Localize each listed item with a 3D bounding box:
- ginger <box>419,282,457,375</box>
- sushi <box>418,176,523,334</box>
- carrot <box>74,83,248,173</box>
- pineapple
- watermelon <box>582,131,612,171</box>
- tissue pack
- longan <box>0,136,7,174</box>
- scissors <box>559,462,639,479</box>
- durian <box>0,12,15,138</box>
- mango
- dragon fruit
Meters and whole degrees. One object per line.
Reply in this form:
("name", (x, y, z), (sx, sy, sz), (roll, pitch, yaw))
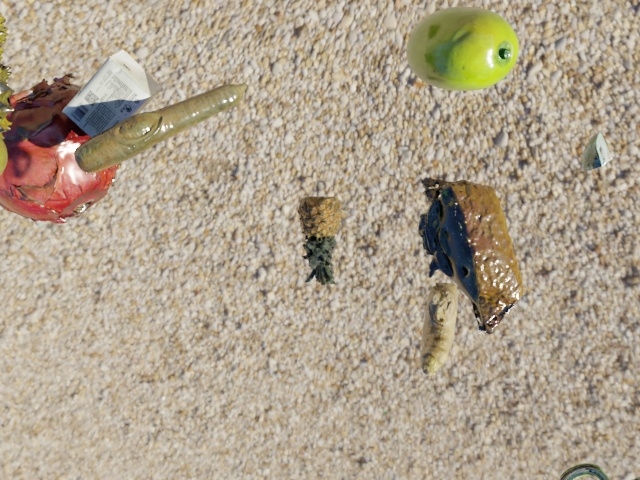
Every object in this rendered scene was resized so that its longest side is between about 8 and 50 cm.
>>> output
("ginger", (0.256, 0.195, 1.459), (0.074, 0.213, 0.137), (-1, 157, 20))
("sushi", (0.259, 0.018, 1.202), (0.140, 0.149, 0.287), (-13, 88, -14))
("carrot", (-0.286, -0.215, 1.236), (0.342, 0.070, 0.070), (-27, 122, -7))
("pineapple", (0.001, 0.000, 1.856), (0.128, 0.128, 0.248), (0, 97, 8))
("watermelon", (0.568, -0.168, 1.373), (0.061, 0.085, 0.085), (4, 127, -7))
("tissue pack", (-0.398, -0.272, 1.302), (0.149, 0.099, 0.106), (-41, 105, 19))
("longan", (-0.346, -0.092, 0.661), (0.075, 0.075, 0.083), (1, 123, 8))
("scissors", (0.352, 0.264, 0.721), (0.020, 0.133, 0.187), (18, 120, -42))
("durian", (-0.540, -0.219, 0.918), (0.258, 0.293, 0.258), (3, 160, 1))
("mango", (0.260, -0.379, 1.339), (0.192, 0.343, 0.156), (0, 106, -9))
("dragon fruit", (-0.576, -0.192, 1.423), (0.295, 0.295, 0.301), (-36, 86, 29))
